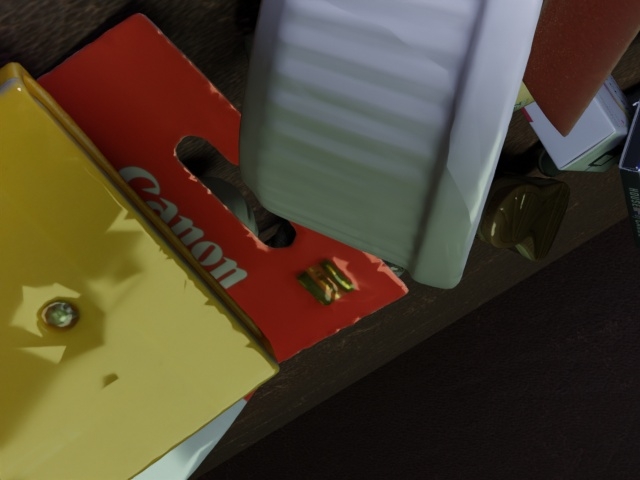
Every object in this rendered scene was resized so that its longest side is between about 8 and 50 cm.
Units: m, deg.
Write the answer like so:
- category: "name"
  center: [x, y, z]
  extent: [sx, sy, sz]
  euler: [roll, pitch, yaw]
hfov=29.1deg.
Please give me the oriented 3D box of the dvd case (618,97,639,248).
- category: "dvd case"
  center: [0.380, -0.132, 1.348]
  extent: [0.238, 0.030, 0.179]
  euler: [-66, 152, -20]

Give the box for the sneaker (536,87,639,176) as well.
- category: "sneaker"
  center: [0.428, -0.148, 1.697]
  extent: [0.267, 0.106, 0.101]
  euler: [-29, 170, 11]

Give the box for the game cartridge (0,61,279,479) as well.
- category: "game cartridge"
  center: [-0.233, 0.083, 0.807]
  extent: [0.324, 0.052, 0.285]
  euler: [-35, 123, 5]

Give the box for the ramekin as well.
- category: "ramekin"
  center: [0.044, -0.118, 0.667]
  extent: [0.127, 0.272, 0.273]
  euler: [14, 167, 4]

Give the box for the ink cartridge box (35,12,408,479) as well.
- category: "ink cartridge box"
  center: [-0.173, 0.065, 0.871]
  extent: [0.385, 0.091, 0.308]
  euler: [-31, 125, 20]

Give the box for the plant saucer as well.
- category: "plant saucer"
  center: [0.159, -0.217, 0.646]
  extent: [0.048, 0.259, 0.258]
  euler: [15, 165, 1]

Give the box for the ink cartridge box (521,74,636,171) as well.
- category: "ink cartridge box"
  center: [0.276, -0.145, 1.323]
  extent: [0.072, 0.127, 0.175]
  euler: [-36, 167, 24]

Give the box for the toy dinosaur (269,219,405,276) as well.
- category: "toy dinosaur"
  center: [0.000, 0.000, 1.419]
  extent: [0.160, 0.121, 0.313]
  euler: [-43, 160, 10]

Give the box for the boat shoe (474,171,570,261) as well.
- category: "boat shoe"
  center: [0.257, -0.048, 1.741]
  extent: [0.342, 0.123, 0.123]
  euler: [2, 111, -63]

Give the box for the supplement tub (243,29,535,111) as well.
- category: "supplement tub"
  center: [0.061, -0.132, 0.867]
  extent: [0.200, 0.144, 0.144]
  euler: [-27, 168, -6]

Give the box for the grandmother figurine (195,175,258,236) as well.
- category: "grandmother figurine"
  center: [-0.192, 0.045, 1.156]
  extent: [0.342, 0.104, 0.208]
  euler: [-32, 176, 30]
